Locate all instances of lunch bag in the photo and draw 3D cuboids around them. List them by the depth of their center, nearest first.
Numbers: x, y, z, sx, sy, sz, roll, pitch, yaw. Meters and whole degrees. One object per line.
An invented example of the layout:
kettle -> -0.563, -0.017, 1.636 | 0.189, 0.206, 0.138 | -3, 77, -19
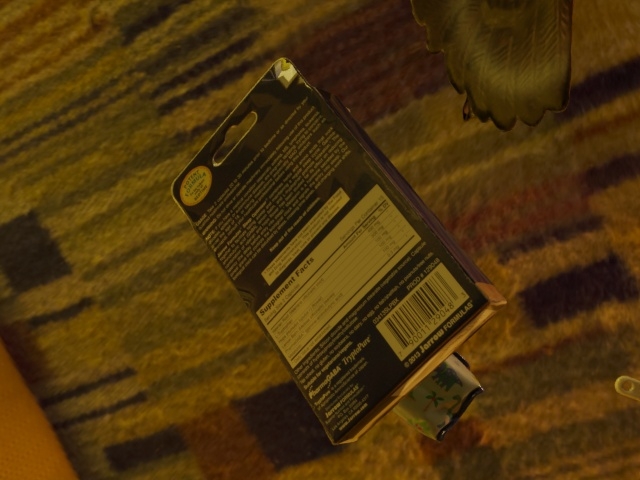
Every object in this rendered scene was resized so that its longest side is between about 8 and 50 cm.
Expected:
lunch bag -> 0.097, 0.140, 0.991 | 0.129, 0.151, 0.096 | 41, 86, -2

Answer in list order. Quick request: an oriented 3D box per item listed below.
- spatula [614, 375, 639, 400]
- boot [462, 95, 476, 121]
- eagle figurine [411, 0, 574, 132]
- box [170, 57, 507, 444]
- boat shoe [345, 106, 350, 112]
spatula -> 0.395, 0.110, 0.796 | 0.242, 0.019, 0.168 | 22, 88, 0
boot -> 0.301, -0.296, 1.292 | 0.263, 0.091, 0.228 | -12, 98, 39
eagle figurine -> 0.147, -0.212, 0.430 | 0.226, 0.225, 0.298 | 32, 161, 34
box -> 0.000, 0.000, 0.585 | 0.136, 0.036, 0.225 | -46, 63, 20
boat shoe -> -0.008, -0.117, 0.859 | 0.100, 0.035, 0.035 | 24, 110, 49
